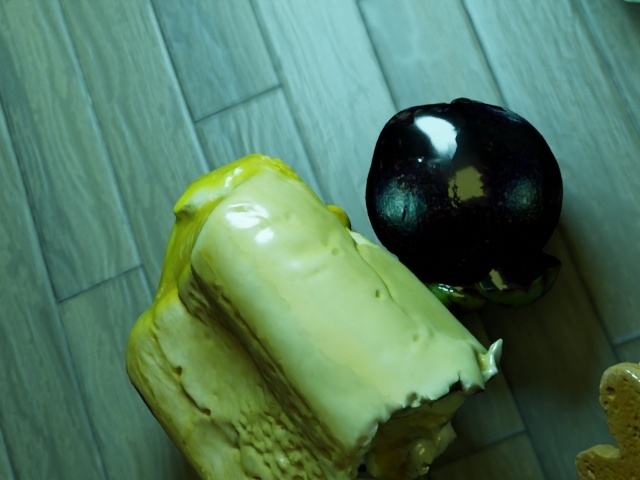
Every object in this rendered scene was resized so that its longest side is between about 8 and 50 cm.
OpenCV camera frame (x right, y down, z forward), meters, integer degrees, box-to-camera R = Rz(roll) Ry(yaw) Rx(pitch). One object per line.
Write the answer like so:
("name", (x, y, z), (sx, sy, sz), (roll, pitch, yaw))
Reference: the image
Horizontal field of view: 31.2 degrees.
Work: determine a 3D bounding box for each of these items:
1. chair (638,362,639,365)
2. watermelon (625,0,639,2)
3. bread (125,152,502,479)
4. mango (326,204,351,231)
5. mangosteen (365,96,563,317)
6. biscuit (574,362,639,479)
("chair", (0.430, 0.203, 1.169), (0.106, 0.113, 0.229), (-35, 70, 8))
("watermelon", (0.395, -0.382, 1.277), (0.321, 0.175, 0.188), (-17, 32, 5))
("bread", (-0.017, 0.102, 1.198), (0.394, 0.250, 0.361), (50, 136, 19))
("mango", (0.000, 0.000, 1.346), (0.060, 0.046, 0.089), (29, 93, 17))
("mangosteen", (0.155, -0.034, 1.228), (0.242, 0.243, 0.243), (-3, 80, 14))
("biscuit", (0.324, 0.227, 1.167), (0.036, 0.192, 0.186), (-19, 69, -31))
